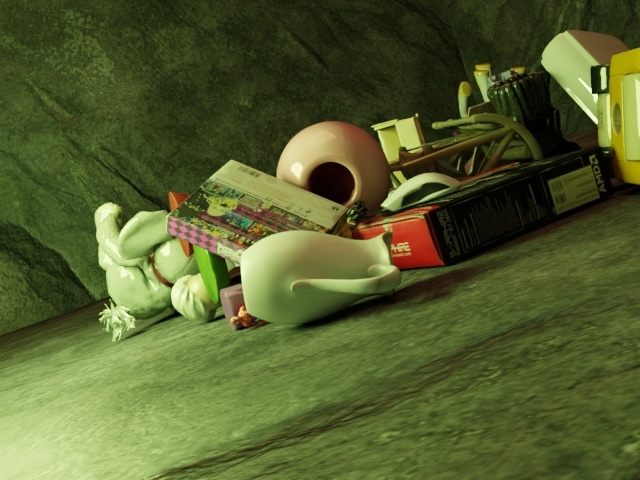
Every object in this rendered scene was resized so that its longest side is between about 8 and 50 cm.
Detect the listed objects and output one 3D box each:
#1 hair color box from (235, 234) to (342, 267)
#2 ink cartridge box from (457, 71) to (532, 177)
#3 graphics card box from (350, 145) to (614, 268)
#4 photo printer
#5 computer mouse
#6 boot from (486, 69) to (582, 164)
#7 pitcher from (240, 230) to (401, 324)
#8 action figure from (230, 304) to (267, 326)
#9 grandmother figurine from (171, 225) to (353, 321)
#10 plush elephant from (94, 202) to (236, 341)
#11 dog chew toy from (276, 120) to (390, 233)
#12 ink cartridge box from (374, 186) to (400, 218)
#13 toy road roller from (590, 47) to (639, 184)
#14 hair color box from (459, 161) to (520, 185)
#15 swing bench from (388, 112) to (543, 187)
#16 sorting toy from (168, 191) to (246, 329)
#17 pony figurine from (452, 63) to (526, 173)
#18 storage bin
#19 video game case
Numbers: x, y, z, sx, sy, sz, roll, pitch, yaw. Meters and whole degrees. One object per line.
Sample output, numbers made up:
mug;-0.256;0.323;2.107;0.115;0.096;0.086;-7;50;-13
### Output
hair color box;0.000;0.000;1.792;0.185;0.113;0.374;-16;6;33
ink cartridge box;0.403;-0.231;2.022;0.261;0.296;0.066;-20;44;-29
graphics card box;0.265;-0.050;1.403;0.371;0.094;0.233;-22;5;-27
photo printer;0.646;-0.313;1.821;0.256;0.307;0.107;-6;-37;-43
computer mouse;0.131;-0.074;1.369;0.193;0.042;0.106;-18;3;13
boot;0.497;-0.255;1.920;0.131;0.260;0.348;-17;5;27
pitcher;0.001;0.048;1.116;0.207;0.125;0.178;-7;6;2
action figure;-0.080;0.103;1.271;0.115;0.038;0.030;-18;8;-14
grandmother figurine;-0.098;0.061;1.498;0.343;0.104;0.208;-16;4;9
plush elephant;-0.316;0.037;1.759;0.255;0.272;0.330;-31;28;20
dog chew toy;0.027;-0.133;1.624;0.207;0.206;0.332;-18;13;7
ink cartridge box;0.151;-0.043;1.659;0.067;0.115;0.198;-20;5;-11
toy road roller;0.580;-0.204;1.361;0.241;0.202;0.329;-4;7;5
hair color box;0.304;-0.077;1.589;0.167;0.093;0.053;-20;4;-16
swing bench;0.274;-0.161;1.748;0.255;0.165;0.253;-39;9;-7
sorting toy;-0.148;0.016;1.436;0.126;0.127;0.365;-17;35;-18
pony figurine;0.507;-0.299;2.384;0.303;0.363;0.351;-12;18;-18
storage bin;0.232;-0.187;2.221;0.123;0.262;0.260;-16;4;10
video game case;-0.097;-0.034;1.387;0.232;0.041;0.210;23;38;12
